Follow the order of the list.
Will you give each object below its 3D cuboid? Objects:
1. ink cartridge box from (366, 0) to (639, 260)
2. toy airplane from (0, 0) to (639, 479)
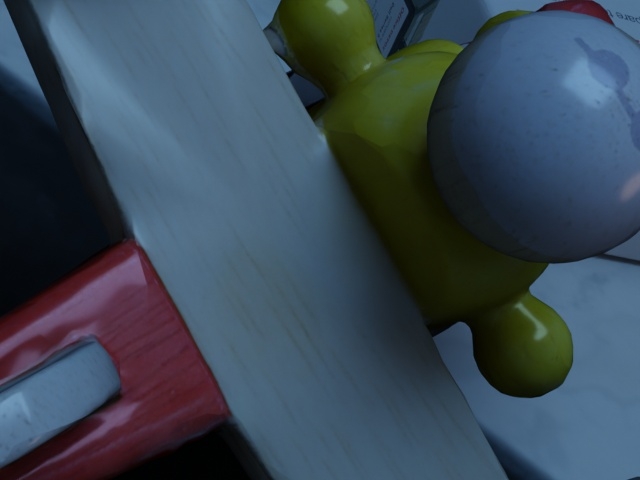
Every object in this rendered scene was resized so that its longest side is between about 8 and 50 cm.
[{"bbox_3d":[0.121,-0.129,1.106,0.198,0.114,0.272,10,39,-27],"label":"ink cartridge box"},{"bbox_3d":[0.000,0.000,0.714,0.386,0.272,0.384,28,53,-32],"label":"toy airplane"}]
